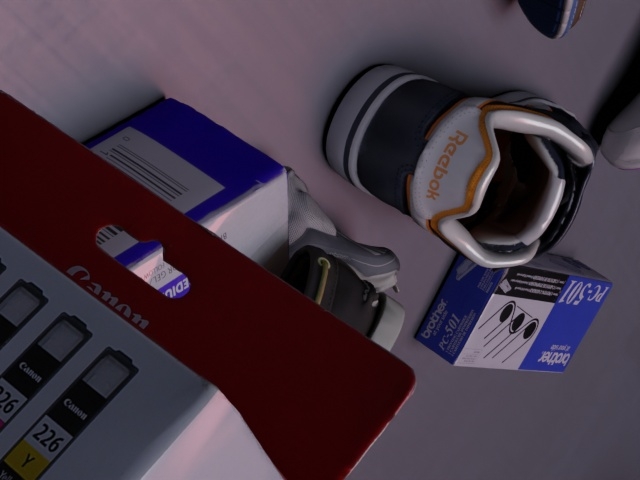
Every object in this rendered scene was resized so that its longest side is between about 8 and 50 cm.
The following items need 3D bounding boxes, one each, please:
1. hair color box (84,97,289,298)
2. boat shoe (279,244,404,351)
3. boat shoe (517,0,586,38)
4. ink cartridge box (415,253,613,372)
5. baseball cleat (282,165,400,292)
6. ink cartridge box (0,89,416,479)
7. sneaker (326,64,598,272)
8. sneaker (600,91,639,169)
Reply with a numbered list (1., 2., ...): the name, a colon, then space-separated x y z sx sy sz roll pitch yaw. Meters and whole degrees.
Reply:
1. hair color box: -0.113 0.107 0.915 0.185 0.110 0.339 -34 143 -32
2. boat shoe: -0.036 0.101 0.812 0.081 0.069 0.227 -32 -159 54
3. boat shoe: 0.174 -0.223 1.039 0.066 0.066 0.183 -26 137 -24
4. ink cartridge box: 0.169 0.059 1.301 0.207 0.046 0.097 11 110 -56
5. baseball cleat: 0.000 0.000 1.004 0.072 0.109 0.206 -26 178 8
6. ink cartridge box: -0.165 0.057 0.614 0.272 0.309 0.130 -49 147 -13
7. sneaker: 0.139 -0.040 1.106 0.321 0.127 0.126 3 113 -56
8. sneaker: 0.338 -0.188 1.282 0.305 0.114 0.152 -43 105 3
